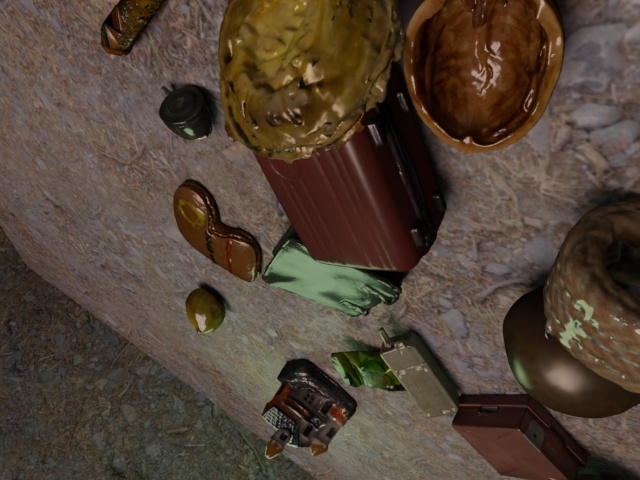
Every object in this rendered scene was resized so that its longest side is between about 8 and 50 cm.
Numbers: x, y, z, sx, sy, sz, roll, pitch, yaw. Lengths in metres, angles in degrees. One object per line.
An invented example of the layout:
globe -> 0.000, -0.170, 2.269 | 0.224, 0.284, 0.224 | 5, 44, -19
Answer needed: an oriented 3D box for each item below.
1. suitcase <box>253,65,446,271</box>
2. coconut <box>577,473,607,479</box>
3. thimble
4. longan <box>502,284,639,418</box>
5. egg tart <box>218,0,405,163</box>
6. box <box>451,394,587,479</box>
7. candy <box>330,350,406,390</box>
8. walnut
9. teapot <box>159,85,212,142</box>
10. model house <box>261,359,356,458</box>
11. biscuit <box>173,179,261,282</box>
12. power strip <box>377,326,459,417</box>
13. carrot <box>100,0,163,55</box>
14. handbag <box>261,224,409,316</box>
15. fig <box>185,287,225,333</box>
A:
suitcase -> 0.044, -0.101, 0.730 | 0.236, 0.161, 0.297 | 3, 134, 41
coconut -> 0.575, 0.635, 1.006 | 0.233, 0.233, 0.245 | 27, -175, 16
thimble -> 0.395, 0.072, 0.570 | 0.229, 0.196, 0.148 | 29, 153, 27
longan -> 0.381, 0.168, 0.716 | 0.212, 0.198, 0.198 | 34, 147, 3
egg tart -> -0.035, -0.232, 0.570 | 0.278, 0.279, 0.095 | 9, 176, 37
box -> 0.446, 0.454, 1.090 | 0.215, 0.086, 0.215 | 45, 147, -12
candy -> 0.158, 0.340, 1.243 | 0.246, 0.069, 0.149 | -3, 129, 37
walnut -> 0.183, -0.207, 0.537 | 0.167, 0.087, 0.211 | 15, 143, 20
teapot -> -0.255, -0.248, 0.932 | 0.092, 0.124, 0.091 | -17, 149, 5
model house -> -0.069, 0.593, 1.573 | 0.271, 0.301, 0.190 | 44, 154, -10
biscuit -> -0.270, -0.013, 1.238 | 0.277, 0.052, 0.262 | 34, 147, 7
power strip -> 0.223, 0.301, 1.119 | 0.093, 0.053, 0.288 | -24, 112, 30
carrot -> -0.323, -0.390, 0.822 | 0.228, 0.069, 0.069 | -14, 121, 48
handbag -> 0.024, 0.069, 0.999 | 0.260, 0.079, 0.247 | 28, 150, -8
fig -> -0.385, 0.232, 1.594 | 0.153, 0.120, 0.136 | 51, 159, 25
